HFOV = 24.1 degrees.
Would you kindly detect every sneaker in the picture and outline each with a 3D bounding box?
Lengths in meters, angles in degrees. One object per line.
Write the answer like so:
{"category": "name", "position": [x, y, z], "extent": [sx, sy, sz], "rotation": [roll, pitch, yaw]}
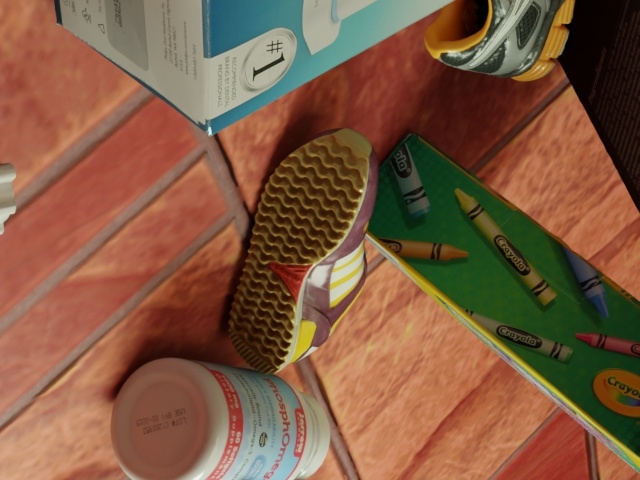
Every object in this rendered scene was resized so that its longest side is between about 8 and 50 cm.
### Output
{"category": "sneaker", "position": [0.000, 0.000, 0.983], "extent": [0.084, 0.069, 0.185], "rotation": [-25, 147, -52]}
{"category": "sneaker", "position": [0.123, -0.195, 0.926], "extent": [0.083, 0.084, 0.215], "rotation": [-5, 122, -27]}

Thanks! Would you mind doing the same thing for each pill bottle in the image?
{"category": "pill bottle", "position": [-0.060, 0.127, 1.004], "extent": [0.087, 0.087, 0.160], "rotation": [-58, 150, 9]}

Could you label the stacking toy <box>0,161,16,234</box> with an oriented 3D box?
{"category": "stacking toy", "position": [-0.198, -0.080, 0.636], "extent": [0.167, 0.052, 0.221], "rotation": [-16, 134, -45]}

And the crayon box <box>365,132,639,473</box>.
{"category": "crayon box", "position": [0.159, 0.056, 1.036], "extent": [0.081, 0.278, 0.165], "rotation": [-49, 150, 0]}

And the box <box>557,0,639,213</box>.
{"category": "box", "position": [0.309, -0.067, 0.972], "extent": [0.191, 0.381, 0.143], "rotation": [-3, 130, -12]}

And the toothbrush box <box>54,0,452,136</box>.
{"category": "toothbrush box", "position": [0.019, -0.218, 0.707], "extent": [0.295, 0.126, 0.216], "rotation": [-32, 144, -29]}
